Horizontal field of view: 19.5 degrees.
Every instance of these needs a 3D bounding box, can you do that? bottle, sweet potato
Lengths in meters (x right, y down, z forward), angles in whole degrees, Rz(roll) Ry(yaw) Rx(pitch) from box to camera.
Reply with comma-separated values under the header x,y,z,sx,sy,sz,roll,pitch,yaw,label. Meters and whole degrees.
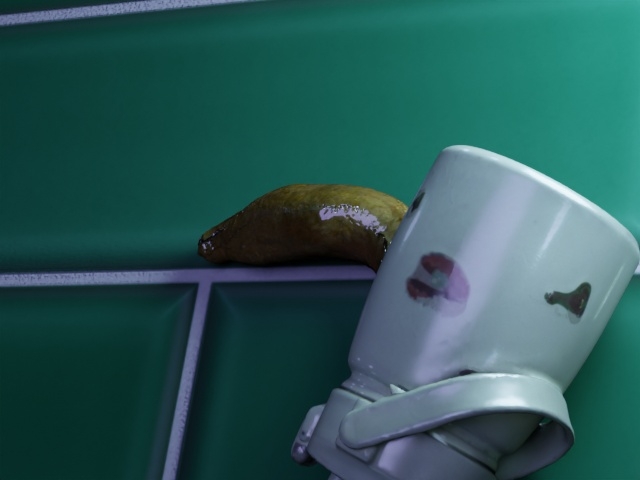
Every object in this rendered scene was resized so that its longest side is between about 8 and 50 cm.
x,y,z,sx,sy,sz,roll,pitch,yaw,label
0.124,0.113,1.644,0.229,0.229,0.351,24,80,34,bottle
-0.004,-0.002,1.840,0.286,0.085,0.112,4,74,30,sweet potato
